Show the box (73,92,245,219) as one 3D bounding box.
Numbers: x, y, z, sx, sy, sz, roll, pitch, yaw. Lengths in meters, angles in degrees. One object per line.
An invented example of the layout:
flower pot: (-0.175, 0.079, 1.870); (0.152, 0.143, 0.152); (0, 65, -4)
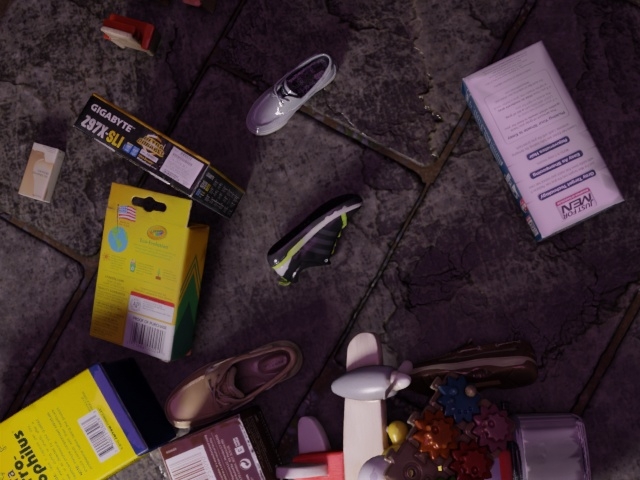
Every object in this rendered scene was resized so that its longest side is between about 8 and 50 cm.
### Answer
box: (-0.295, -0.152, 1.699); (0.257, 0.322, 0.079); (29, 88, 9)

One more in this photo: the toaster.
toaster: (0.411, 0.403, 1.655); (0.146, 0.129, 0.227); (-2, 80, -10)

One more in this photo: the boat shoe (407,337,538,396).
boat shoe: (0.290, 0.241, 1.723); (0.257, 0.095, 0.095); (-6, 45, 15)

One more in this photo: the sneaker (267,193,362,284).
sneaker: (0.000, 0.000, 1.786); (0.235, 0.084, 0.097); (-37, 106, 3)

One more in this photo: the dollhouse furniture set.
dollhouse furniture set: (-0.358, -0.525, 1.833); (0.262, 0.135, 0.259); (17, 87, 8)

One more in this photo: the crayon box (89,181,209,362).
crayon box: (-0.334, 0.057, 1.751); (0.202, 0.081, 0.318); (14, 100, 25)

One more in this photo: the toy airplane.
toy airplane: (0.100, 0.417, 1.616); (0.386, 0.272, 0.384); (43, 93, 12)

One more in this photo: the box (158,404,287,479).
box: (-0.179, 0.427, 1.692); (0.167, 0.203, 0.168); (-24, 83, 4)

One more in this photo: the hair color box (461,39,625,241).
hair color box: (0.425, -0.189, 1.725); (0.174, 0.105, 0.347); (-25, 82, 4)

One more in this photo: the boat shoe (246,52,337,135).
boat shoe: (-0.064, -0.304, 1.806); (0.227, 0.081, 0.079); (-39, 82, 2)

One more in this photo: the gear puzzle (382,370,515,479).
gear puzzle: (0.201, 0.385, 1.491); (0.175, 0.044, 0.339); (41, 62, -4)

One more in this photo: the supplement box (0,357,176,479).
supplement box: (-0.500, 0.403, 1.737); (0.356, 0.194, 0.195); (-32, 82, 3)

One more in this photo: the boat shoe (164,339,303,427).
boat shoe: (-0.179, 0.283, 1.757); (0.302, 0.098, 0.109); (-25, 82, 4)

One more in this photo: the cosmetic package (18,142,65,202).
cosmetic package: (-0.588, -0.143, 1.874); (0.060, 0.041, 0.115); (15, 87, 8)
